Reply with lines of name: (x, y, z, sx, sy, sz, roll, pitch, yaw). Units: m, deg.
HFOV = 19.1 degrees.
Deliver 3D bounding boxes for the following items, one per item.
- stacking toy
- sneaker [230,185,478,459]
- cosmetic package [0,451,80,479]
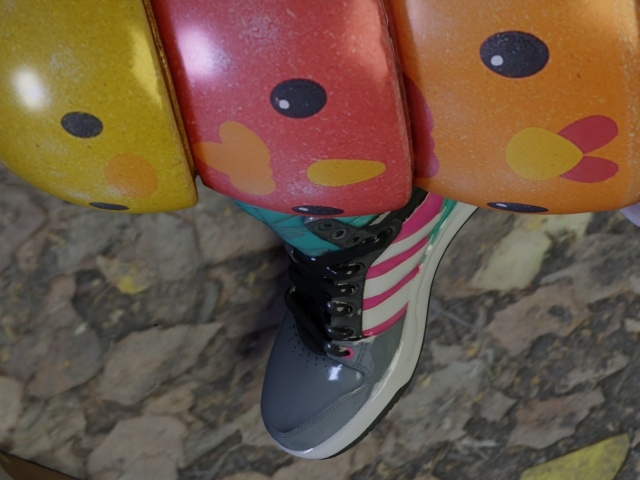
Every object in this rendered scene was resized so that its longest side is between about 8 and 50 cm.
stacking toy: (-0.067, -0.118, 0.932, 0.480, 0.350, 0.350, -17, 135, 0)
sneaker: (0.000, 0.000, 1.148, 0.178, 0.124, 0.295, 10, 110, -46)
cosmetic package: (-0.192, 0.176, 1.220, 0.060, 0.041, 0.115, -50, 137, 9)
